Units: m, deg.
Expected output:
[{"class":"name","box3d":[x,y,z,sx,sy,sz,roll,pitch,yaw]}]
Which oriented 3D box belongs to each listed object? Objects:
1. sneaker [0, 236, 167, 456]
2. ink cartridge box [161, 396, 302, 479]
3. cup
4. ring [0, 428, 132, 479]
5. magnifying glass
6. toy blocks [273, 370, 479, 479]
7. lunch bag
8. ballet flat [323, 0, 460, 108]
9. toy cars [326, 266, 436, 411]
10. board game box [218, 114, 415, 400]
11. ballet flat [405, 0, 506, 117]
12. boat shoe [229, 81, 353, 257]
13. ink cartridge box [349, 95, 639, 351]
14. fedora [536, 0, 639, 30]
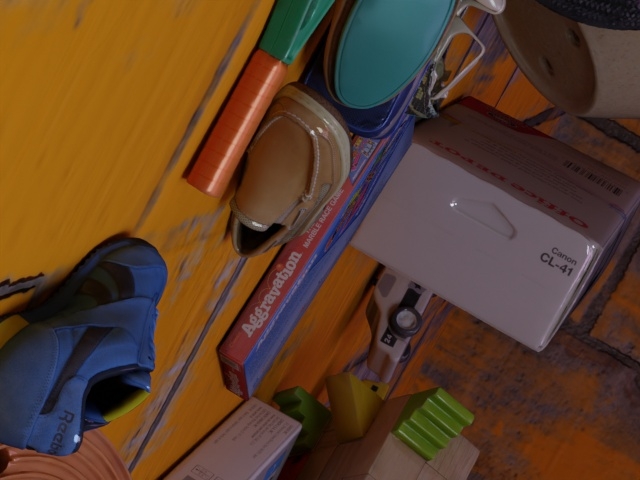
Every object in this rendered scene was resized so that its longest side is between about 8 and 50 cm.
[{"class":"sneaker","box3d":[-0.118,0.061,1.042,0.069,0.082,0.209,-66,171,24]},{"class":"ink cartridge box","box3d":[-0.137,0.301,1.752,0.261,0.066,0.296,-64,170,20]},{"class":"cup","box3d":[0.288,-0.239,1.725,0.237,0.331,0.331,-30,162,-16]},{"class":"ring","box3d":[-0.194,0.252,1.052,0.336,0.032,0.336,-31,126,-57]},{"class":"magnifying glass","box3d":[-0.015,-0.131,1.165,0.231,0.026,0.092,-60,171,4]},{"class":"toy blocks","box3d":[-0.010,0.302,1.926,0.381,0.191,0.261,-23,-149,57]},{"class":"lunch bag","box3d":[0.036,-0.122,1.336,0.098,0.067,0.065,-61,171,2]},{"class":"ballet flat","box3d":[0.061,-0.191,1.246,0.073,0.080,0.232,-107,-145,-49]},{"class":"toy cars","box3d":[0.047,0.150,2.236,0.393,0.087,0.176,-66,175,16]},{"class":"board game box","box3d":[0.000,0.000,1.659,0.281,0.027,0.145,-57,172,-15]},{"class":"ballet flat","box3d":[0.115,-0.184,1.584,0.188,0.070,0.070,-62,171,13]},{"class":"boat shoe","box3d":[-0.027,-0.035,1.293,0.072,0.068,0.190,-43,166,-22]},{"class":"ink cartridge box","box3d":[0.185,-0.027,1.953,0.131,0.226,0.306,-64,169,20]},{"class":"fedora","box3d":[0.223,-0.310,1.336,0.334,0.334,0.152,-61,-156,6]}]
